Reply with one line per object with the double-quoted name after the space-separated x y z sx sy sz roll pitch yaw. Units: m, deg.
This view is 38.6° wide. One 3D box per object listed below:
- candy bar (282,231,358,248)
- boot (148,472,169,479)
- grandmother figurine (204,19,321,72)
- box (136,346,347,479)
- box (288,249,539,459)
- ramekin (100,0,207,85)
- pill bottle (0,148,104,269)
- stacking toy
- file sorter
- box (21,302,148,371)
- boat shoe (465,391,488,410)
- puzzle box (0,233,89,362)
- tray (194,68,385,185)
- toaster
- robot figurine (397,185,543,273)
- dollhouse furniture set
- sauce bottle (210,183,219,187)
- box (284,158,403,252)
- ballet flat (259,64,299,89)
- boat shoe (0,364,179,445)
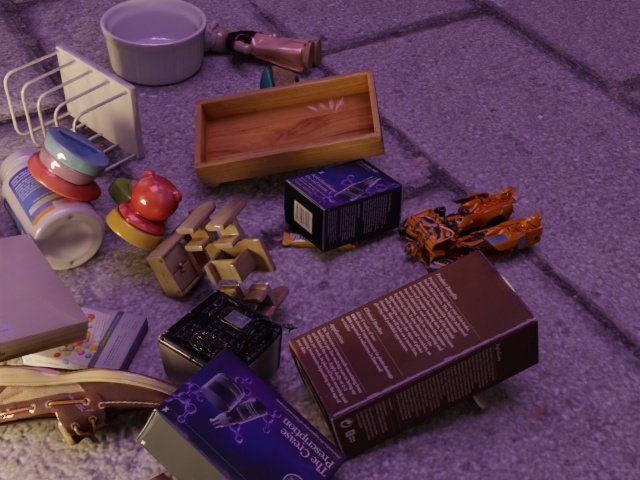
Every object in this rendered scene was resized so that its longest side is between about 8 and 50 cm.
0.000 0.000 1.936 0.161 0.018 0.040 2 40 0 "candy bar"
-0.166 0.404 1.414 0.197 0.073 0.152 -28 57 -33 "boot"
-0.180 -0.535 2.507 0.342 0.104 0.208 13 13 15 "grandmother figurine"
-0.118 0.320 1.402 0.261 0.103 0.184 41 44 8 "box"
0.160 0.189 1.560 0.381 0.143 0.191 -25 46 -7 "box"
-0.441 -0.531 2.447 0.277 0.135 0.277 2 40 -2 "ramekin"
-0.563 -0.075 1.882 0.152 0.152 0.272 -20 46 -25 "pill bottle"
-0.412 -0.138 1.855 0.309 0.130 0.279 33 14 -8 "stacking toy"
-0.569 -0.291 2.112 0.277 0.193 0.173 31 50 29 "file sorter"
-0.429 0.182 1.674 0.186 0.038 0.145 10 40 9 "box"
0.228 0.236 1.655 0.065 0.075 0.206 -43 51 12 "boat shoe"
-0.646 0.119 1.575 0.409 0.052 0.272 -13 45 -37 "puzzle box"
-0.072 -0.251 2.041 0.411 0.076 0.203 -9 54 6 "tray"
-0.166 0.195 1.620 0.185 0.110 0.168 26 45 25 "toaster"
0.309 -0.024 1.933 0.291 0.085 0.211 -14 42 -20 "robot figurine"
-0.184 0.020 1.757 0.242 0.212 0.161 -4 33 36 "dollhouse furniture set"
-0.255 -0.169 2.101 0.042 0.042 0.128 -6 41 -11 "sauce bottle"
0.049 -0.078 1.942 0.207 0.108 0.153 -20 38 -29 "box"
-0.086 -0.314 2.239 0.123 0.123 0.348 0 40 -4 "ballet flat"
-0.399 0.280 1.519 0.342 0.123 0.123 4 71 -1 "boat shoe"
